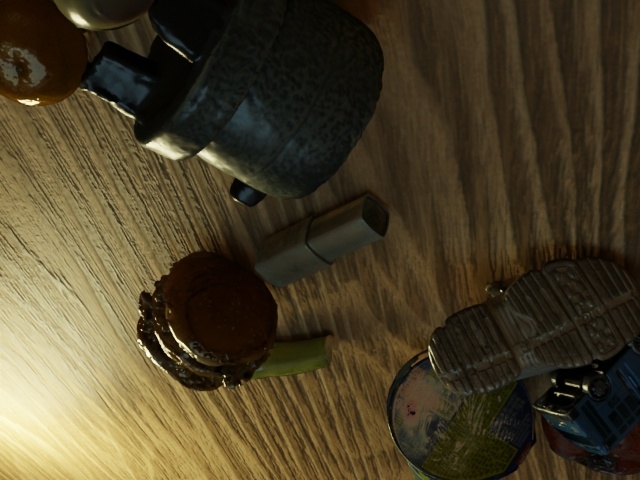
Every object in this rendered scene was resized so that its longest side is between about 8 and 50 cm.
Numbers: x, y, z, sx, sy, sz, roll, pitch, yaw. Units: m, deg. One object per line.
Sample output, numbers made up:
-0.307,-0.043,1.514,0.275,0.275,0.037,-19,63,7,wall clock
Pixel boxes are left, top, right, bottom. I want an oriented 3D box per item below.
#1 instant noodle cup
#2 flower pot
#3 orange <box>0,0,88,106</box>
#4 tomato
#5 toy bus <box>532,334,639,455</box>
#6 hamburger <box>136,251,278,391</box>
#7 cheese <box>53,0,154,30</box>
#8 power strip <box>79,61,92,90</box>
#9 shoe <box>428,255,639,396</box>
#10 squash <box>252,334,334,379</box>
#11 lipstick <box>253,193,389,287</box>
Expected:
0.275,0.397,1.642,0.284,0.284,0.312,7,150,10,instant noodle cup
-0.110,-0.211,0.985,0.282,0.299,0.299,27,142,-29,flower pot
-0.400,-0.264,1.130,0.154,0.134,0.155,0,122,-1,orange
0.522,0.318,1.498,0.231,0.189,0.232,13,148,9,tomato
0.480,0.240,1.343,0.134,0.234,0.116,51,166,-10,toy bus
-0.196,0.156,1.491,0.245,0.261,0.211,-4,154,-32,hamburger
-0.230,-0.369,0.927,0.082,0.163,0.286,48,140,16,cheese
-0.304,-0.238,1.202,0.111,0.029,0.038,8,142,5,power strip
0.357,0.137,1.364,0.350,0.172,0.198,-19,171,13,shoe
-0.081,0.246,1.704,0.250,0.083,0.083,-10,136,26,squash
0.000,0.000,1.363,0.077,0.079,0.252,39,135,-26,lipstick
